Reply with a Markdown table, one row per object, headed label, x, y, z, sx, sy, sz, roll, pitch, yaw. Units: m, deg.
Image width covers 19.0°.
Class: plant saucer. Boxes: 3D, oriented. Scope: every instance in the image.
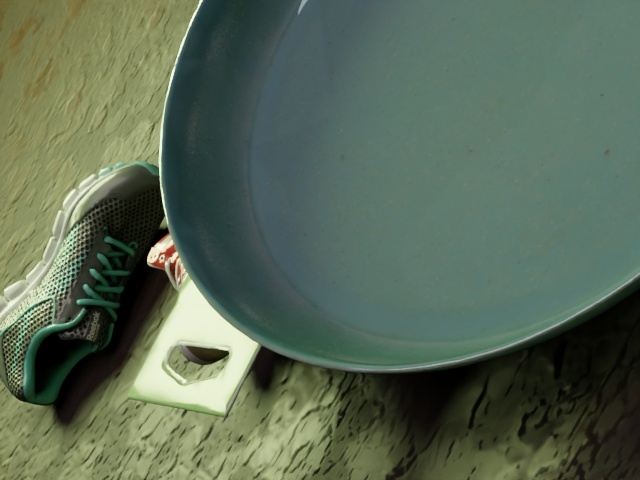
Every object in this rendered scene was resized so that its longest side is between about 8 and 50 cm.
| label | x | y | z | sx | sy | sz | roll | pitch | yaw |
| --- | --- | --- | --- | --- | --- | --- | --- | --- | --- |
| plant saucer | 0.071 | -0.081 | 0.811 | 0.317 | 0.044 | 0.317 | -19 | 53 | 27 |

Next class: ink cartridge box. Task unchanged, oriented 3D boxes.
| label | x | y | z | sx | sy | sz | roll | pitch | yaw |
| --- | --- | --- | --- | --- | --- | --- | --- | --- | --- |
| ink cartridge box | 0.000 | 0.000 | 0.907 | 0.109 | 0.062 | 0.209 | 3 | 63 | 59 |

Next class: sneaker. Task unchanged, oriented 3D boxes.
| label | x | y | z | sx | sy | sz | roll | pitch | yaw |
| --- | --- | --- | --- | --- | --- | --- | --- | --- | --- |
| sneaker | -0.136 | 0.030 | 1.125 | 0.166 | 0.065 | 0.076 | -52 | 43 | 15 |
| sneaker | -0.065 | 0.027 | 1.009 | 0.067 | 0.042 | 0.118 | -28 | 30 | 37 |
